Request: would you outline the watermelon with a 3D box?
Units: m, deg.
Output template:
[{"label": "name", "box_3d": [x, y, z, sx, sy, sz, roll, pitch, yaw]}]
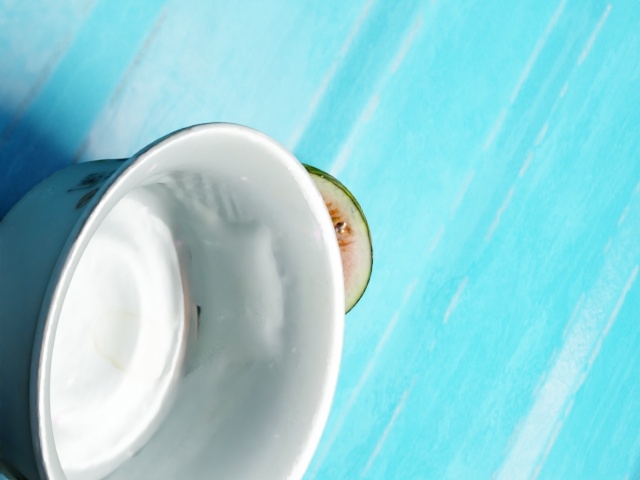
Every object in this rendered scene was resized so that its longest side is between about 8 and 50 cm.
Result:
[{"label": "watermelon", "box_3d": [0.007, -0.005, 1.597, 0.069, 0.087, 0.163, -73, 160, -66]}]

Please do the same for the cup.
[{"label": "cup", "box_3d": [-0.145, 0.076, 1.353, 0.347, 0.163, 0.347, -14, 107, -51]}]
